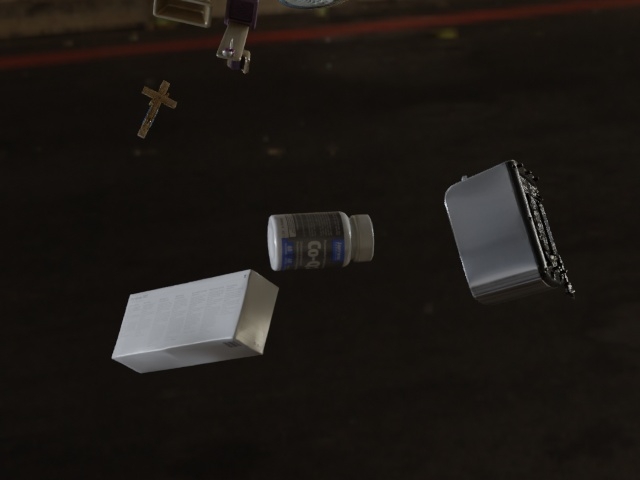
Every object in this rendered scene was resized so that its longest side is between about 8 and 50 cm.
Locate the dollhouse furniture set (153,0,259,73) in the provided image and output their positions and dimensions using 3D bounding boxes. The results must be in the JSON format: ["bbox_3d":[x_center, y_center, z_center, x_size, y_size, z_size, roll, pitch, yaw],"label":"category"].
[{"bbox_3d":[-0.134,-0.219,1.551,0.114,0.091,0.081,13,44,0],"label":"dollhouse furniture set"}]

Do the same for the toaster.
[{"bbox_3d":[0.247,0.000,1.846,0.110,0.186,0.168,-19,-10,16],"label":"toaster"}]

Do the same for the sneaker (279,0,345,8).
[{"bbox_3d":[0.059,-0.367,1.799,0.283,0.110,0.122,-18,16,18],"label":"sneaker"}]

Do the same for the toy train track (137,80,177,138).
[{"bbox_3d":[-0.221,-0.172,1.861,0.048,0.083,0.014,26,-17,-11],"label":"toy train track"}]

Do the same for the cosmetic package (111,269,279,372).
[{"bbox_3d":[-0.165,0.109,1.842,0.239,0.099,0.060,-12,-34,42],"label":"cosmetic package"}]

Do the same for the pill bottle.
[{"bbox_3d":[0.000,0.000,1.932,0.137,0.078,0.078,-3,21,-9],"label":"pill bottle"}]
